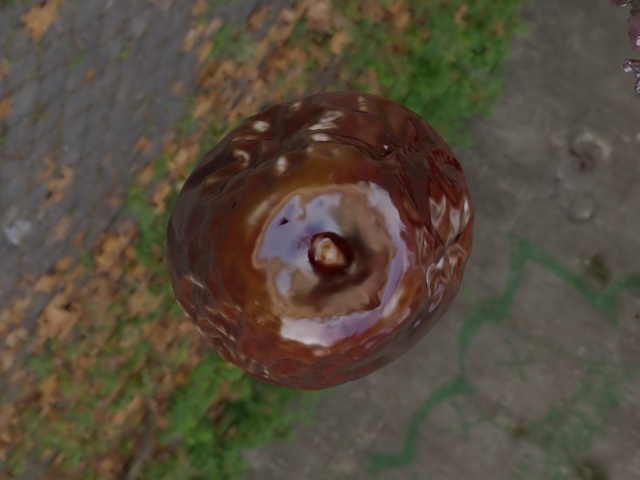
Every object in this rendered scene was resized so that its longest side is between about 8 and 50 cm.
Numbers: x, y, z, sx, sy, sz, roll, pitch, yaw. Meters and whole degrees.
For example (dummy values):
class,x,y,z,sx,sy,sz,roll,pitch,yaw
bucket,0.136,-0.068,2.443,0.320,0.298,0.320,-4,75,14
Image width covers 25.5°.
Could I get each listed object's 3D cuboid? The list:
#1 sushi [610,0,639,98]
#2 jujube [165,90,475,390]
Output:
class,x,y,z,sx,sy,sz,roll,pitch,yaw
sushi,0.283,-0.177,1.029,0.241,0.107,0.161,28,59,-59
jujube,0.000,0.000,0.825,0.190,0.190,0.255,-56,179,1
